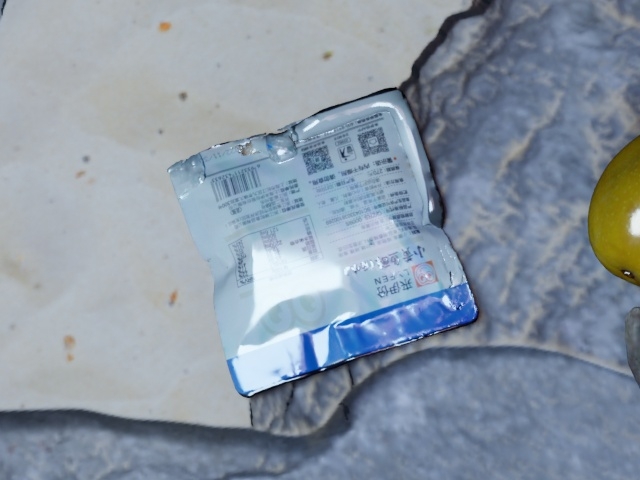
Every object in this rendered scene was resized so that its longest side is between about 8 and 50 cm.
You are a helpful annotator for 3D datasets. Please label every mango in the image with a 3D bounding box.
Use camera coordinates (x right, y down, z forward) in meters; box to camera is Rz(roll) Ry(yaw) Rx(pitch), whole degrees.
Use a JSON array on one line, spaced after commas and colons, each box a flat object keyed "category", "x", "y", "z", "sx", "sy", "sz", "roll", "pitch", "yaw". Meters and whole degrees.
[{"category": "mango", "x": 0.249, "y": -0.042, "z": 1.100, "sx": 0.184, "sy": 0.085, "sz": 0.102, "roll": -40, "pitch": 74, "yaw": -11}]

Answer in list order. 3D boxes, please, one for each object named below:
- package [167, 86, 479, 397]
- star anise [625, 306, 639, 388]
[{"category": "package", "x": 0.000, "y": 0.000, "z": 1.151, "sx": 0.171, "sy": 0.027, "sz": 0.173, "roll": -17, "pitch": 79, "yaw": 1}, {"category": "star anise", "x": 0.259, "y": 0.171, "z": 1.045, "sx": 0.227, "sy": 0.148, "sz": 0.218, "roll": 18, "pitch": 78, "yaw": 19}]
